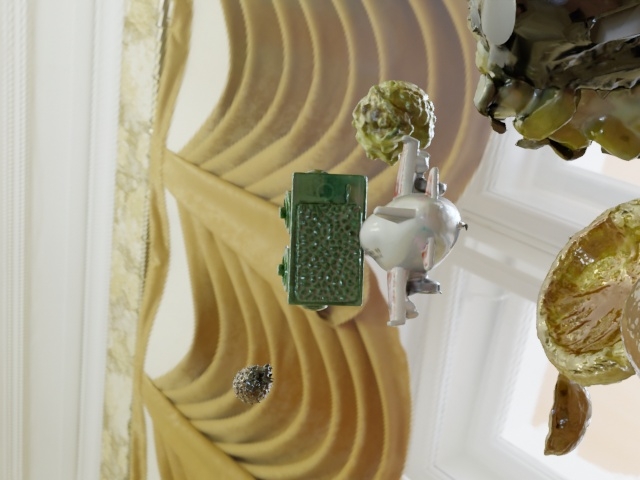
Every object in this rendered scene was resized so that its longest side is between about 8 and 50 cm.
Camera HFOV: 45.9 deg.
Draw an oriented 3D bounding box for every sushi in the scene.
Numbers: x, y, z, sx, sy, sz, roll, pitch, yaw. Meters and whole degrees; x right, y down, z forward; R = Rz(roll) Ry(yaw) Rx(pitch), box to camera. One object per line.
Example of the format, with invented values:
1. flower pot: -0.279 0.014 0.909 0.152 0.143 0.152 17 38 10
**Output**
1. sushi: 0.309 -0.269 0.853 0.328 0.328 0.285 -9 -29 -8

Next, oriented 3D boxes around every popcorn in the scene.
1. popcorn: 0.146 -0.235 1.517 0.174 0.142 0.173 -24 -46 -28

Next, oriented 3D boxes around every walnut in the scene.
1. walnut: 0.562 0.393 1.695 0.167 0.087 0.211 -24 -58 -64

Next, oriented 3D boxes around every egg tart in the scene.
1. egg tart: 0.566 0.102 1.384 0.169 0.388 0.387 31 -93 -16

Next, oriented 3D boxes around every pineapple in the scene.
1. pineapple: -0.172 0.371 2.001 0.108 0.108 0.197 -36 -9 -27

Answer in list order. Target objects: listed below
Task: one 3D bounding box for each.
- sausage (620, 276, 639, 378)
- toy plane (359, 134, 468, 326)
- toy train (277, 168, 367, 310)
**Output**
1. sausage: 0.250 0.087 0.398 0.253 0.123 0.123 -58 -18 -73
2. toy plane: 0.114 -0.011 0.984 0.118 0.252 0.252 6 -68 -3
3. toy train: 0.000 0.000 1.380 0.145 0.202 0.265 1 -89 -9
